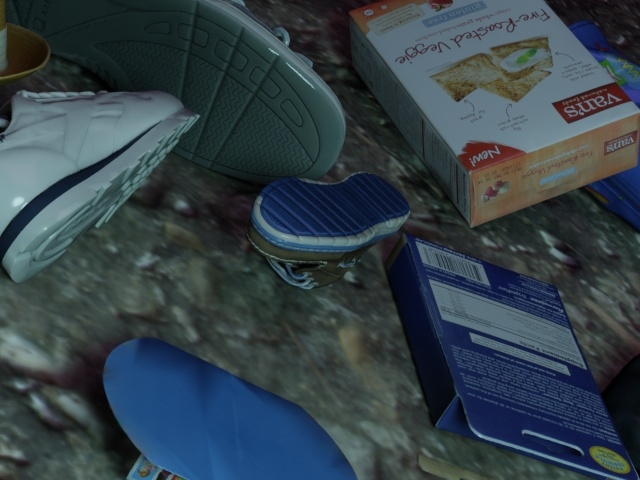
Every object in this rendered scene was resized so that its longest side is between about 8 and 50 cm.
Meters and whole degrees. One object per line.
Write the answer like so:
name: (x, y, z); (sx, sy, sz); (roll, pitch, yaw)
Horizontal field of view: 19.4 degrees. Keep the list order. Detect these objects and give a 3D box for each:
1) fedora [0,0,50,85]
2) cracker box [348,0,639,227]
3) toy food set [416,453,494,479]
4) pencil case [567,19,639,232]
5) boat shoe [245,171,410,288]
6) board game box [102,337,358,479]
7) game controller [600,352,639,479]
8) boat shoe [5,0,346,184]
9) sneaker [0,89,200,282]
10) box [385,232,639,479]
fedora: (-0.266, -0.157, 1.194); (0.194, 0.079, 0.194); (10, 21, -4)
cracker box: (0.141, -0.128, 1.553); (0.156, 0.067, 0.232); (-20, 48, -14)
toy food set: (0.081, 0.183, 1.094); (0.078, 0.019, 0.122); (21, 36, -19)
pencil case: (0.291, -0.061, 1.621); (0.133, 0.119, 0.306); (-16, 52, -44)
boat shoe: (0.000, 0.000, 1.266); (0.066, 0.066, 0.183); (44, 23, 20)
board game box: (-0.055, 0.120, 1.045); (0.169, 0.033, 0.133); (27, 21, -19)
game controller: (0.337, 0.193, 1.316); (0.319, 0.067, 0.166); (37, 41, 12)
boat shoe: (-0.114, -0.152, 1.359); (0.320, 0.118, 0.103); (29, 30, 10)
sneaker: (-0.156, -0.060, 1.173); (0.095, 0.090, 0.235); (40, 26, 5)
box: (0.128, 0.088, 1.282); (0.136, 0.036, 0.225); (20, 27, -22)
